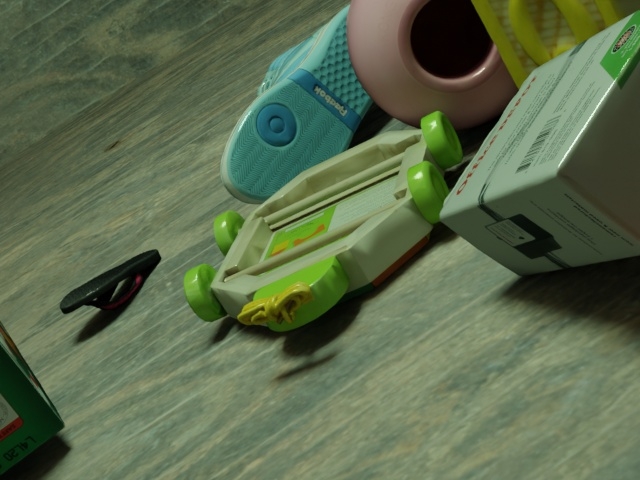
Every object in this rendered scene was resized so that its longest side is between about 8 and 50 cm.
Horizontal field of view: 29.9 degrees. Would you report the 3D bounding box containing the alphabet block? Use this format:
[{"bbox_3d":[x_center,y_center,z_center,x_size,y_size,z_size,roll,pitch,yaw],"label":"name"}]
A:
[{"bbox_3d":[0.278,-0.238,1.095,0.197,0.192,0.193,-38,18,-20],"label":"alphabet block"}]

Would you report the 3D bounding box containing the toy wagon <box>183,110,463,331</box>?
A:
[{"bbox_3d":[0.000,0.000,1.122,0.267,0.068,0.344,-25,21,22],"label":"toy wagon"}]

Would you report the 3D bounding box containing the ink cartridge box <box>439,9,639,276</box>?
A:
[{"bbox_3d":[0.185,-0.063,0.829,0.153,0.087,0.208,-55,9,-13],"label":"ink cartridge box"}]

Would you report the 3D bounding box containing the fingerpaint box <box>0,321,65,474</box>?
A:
[{"bbox_3d":[-0.517,0.187,1.167,0.445,0.163,0.371,-37,33,-13],"label":"fingerpaint box"}]

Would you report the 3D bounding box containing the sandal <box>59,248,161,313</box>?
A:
[{"bbox_3d":[-0.240,0.055,1.419,0.067,0.040,0.179,-15,10,28],"label":"sandal"}]

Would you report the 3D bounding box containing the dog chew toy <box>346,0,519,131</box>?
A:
[{"bbox_3d":[0.132,-0.233,1.321,0.206,0.206,0.332,-30,10,7],"label":"dog chew toy"}]

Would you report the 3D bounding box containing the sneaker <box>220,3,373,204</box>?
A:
[{"bbox_3d":[-0.038,-0.146,1.491,0.319,0.127,0.208,-49,13,-27],"label":"sneaker"}]
